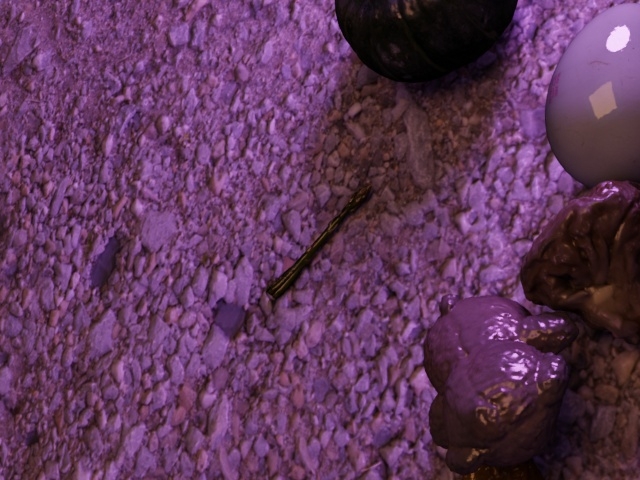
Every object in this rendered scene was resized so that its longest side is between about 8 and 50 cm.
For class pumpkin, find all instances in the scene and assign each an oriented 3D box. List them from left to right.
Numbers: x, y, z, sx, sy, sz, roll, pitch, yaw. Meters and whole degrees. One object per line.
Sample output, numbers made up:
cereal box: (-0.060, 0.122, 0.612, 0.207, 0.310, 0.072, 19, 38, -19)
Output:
pumpkin: (0.152, -0.386, 1.842, 0.300, 0.207, 0.300, -23, 53, 35)

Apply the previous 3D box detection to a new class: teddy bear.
teddy bear: (0.219, 0.171, 1.527, 0.236, 0.151, 0.267, -47, 28, 12)

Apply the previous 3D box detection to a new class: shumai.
shumai: (0.362, 0.036, 1.535, 0.175, 0.166, 0.206, 52, 136, 25)

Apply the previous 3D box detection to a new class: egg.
egg: (0.388, -0.188, 1.598, 0.183, 0.183, 0.264, 1, 63, 36)

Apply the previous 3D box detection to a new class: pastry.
pastry: (0.229, 0.305, 1.558, 0.097, 0.057, 0.109, -45, 49, 11)

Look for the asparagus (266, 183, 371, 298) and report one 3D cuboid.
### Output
asparagus: (0.000, 0.000, 1.888, 0.233, 0.022, 0.023, -49, 22, 8)
